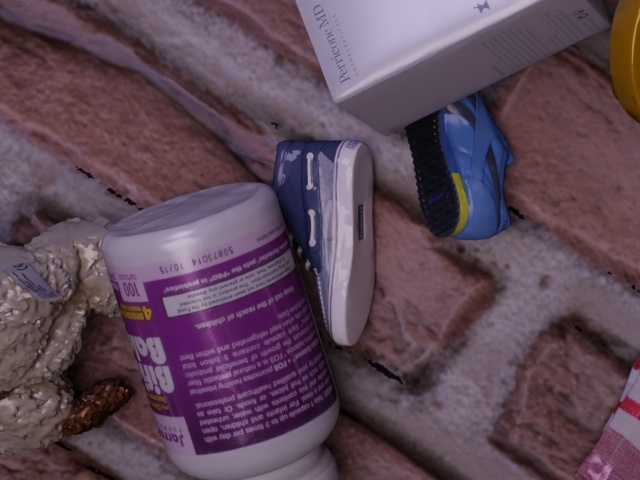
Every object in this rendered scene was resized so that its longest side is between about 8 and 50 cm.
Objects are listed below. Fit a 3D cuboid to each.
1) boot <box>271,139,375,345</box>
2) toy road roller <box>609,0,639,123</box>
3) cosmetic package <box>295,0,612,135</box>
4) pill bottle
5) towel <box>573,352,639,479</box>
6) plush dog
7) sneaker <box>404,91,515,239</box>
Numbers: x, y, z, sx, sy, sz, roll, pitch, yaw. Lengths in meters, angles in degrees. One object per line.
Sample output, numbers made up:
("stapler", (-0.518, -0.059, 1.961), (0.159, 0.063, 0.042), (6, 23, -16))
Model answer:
("boot", (0.000, 0.000, 1.785), (0.086, 0.069, 0.190), (4, 95, 24))
("toy road roller", (0.391, -0.160, 1.612), (0.329, 0.240, 0.202), (4, 102, -24))
("cosmetic package", (0.092, -0.245, 1.645), (0.225, 0.138, 0.224), (-26, 72, 18))
("pill bottle", (-0.080, 0.112, 1.756), (0.169, 0.169, 0.301), (-14, 102, 16))
("towel", (0.362, 0.130, 1.649), (0.237, 0.037, 0.329), (40, 111, 47))
("plush dog", (-0.300, 0.107, 1.823), (0.262, 0.210, 0.225), (5, 123, 13))
("sneaker", (0.125, -0.103, 1.739), (0.069, 0.082, 0.209), (-22, 76, 57))
